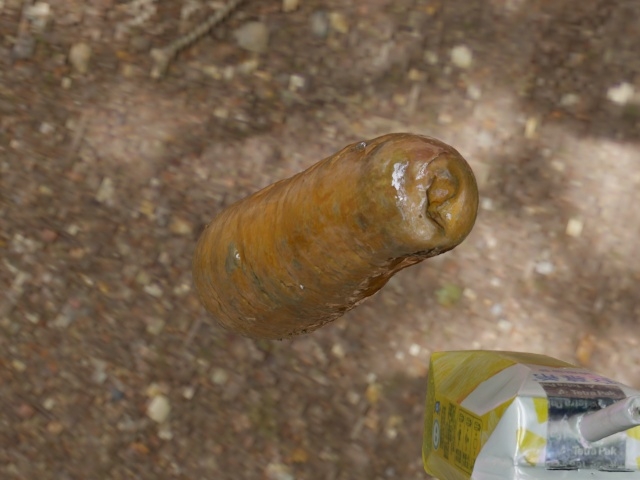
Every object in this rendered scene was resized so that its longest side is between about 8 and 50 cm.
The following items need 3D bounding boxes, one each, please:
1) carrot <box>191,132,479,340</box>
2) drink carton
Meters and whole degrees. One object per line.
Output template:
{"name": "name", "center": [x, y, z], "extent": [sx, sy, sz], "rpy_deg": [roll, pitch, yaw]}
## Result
{"name": "carrot", "center": [0.000, 0.000, 0.641], "extent": [0.060, 0.186, 0.060], "rpy_deg": [5, 76, -21]}
{"name": "drink carton", "center": [0.101, 0.090, 0.766], "extent": [0.084, 0.200, 0.074], "rpy_deg": [5, 93, -10]}
